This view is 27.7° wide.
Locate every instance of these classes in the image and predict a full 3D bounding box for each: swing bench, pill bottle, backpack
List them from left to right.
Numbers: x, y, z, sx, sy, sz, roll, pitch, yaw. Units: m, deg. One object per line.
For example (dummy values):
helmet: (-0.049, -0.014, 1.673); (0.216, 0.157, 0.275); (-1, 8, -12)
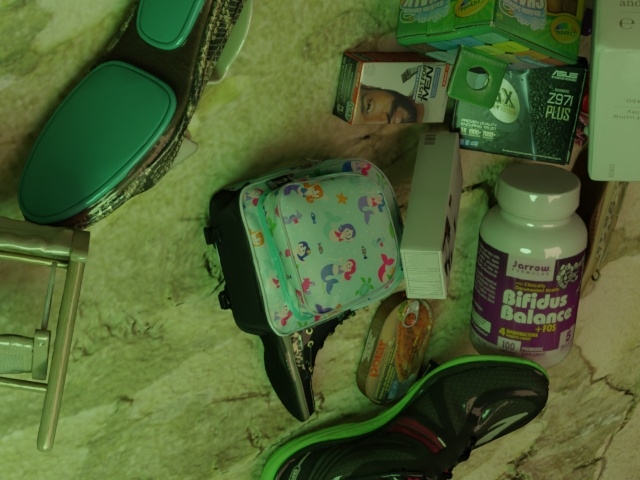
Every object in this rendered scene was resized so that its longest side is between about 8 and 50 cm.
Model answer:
swing bench: (-0.402, 0.078, 1.454); (0.253, 0.165, 0.254); (10, 106, -11)
backpack: (0.000, 0.000, 1.753); (0.254, 0.191, 0.225); (-17, 94, -38)
pill bottle: (0.330, 0.039, 2.044); (0.169, 0.169, 0.301); (-16, 121, -31)

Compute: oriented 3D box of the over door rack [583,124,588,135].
over door rack: (0.591, -0.230, 2.095); (0.324, 0.108, 0.239); (17, 101, -29)

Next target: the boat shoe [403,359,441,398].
boat shoe: (0.157, 0.251, 2.114); (0.125, 0.038, 0.046); (-54, 175, 6)

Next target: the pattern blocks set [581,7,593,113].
pattern blocks set: (0.537, -0.358, 2.091); (0.325, 0.026, 0.285); (-19, 123, -29)

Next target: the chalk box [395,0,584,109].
chalk box: (0.227, -0.322, 1.707); (0.180, 0.179, 0.288); (12, 82, -40)

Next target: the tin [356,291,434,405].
tin: (0.116, 0.170, 2.041); (0.106, 0.040, 0.189); (2, 111, -42)

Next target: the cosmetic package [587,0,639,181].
cosmetic package: (0.533, -0.318, 1.745); (0.327, 0.330, 0.393); (71, 24, -60)

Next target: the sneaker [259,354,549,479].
sneaker: (0.150, 0.340, 1.991); (0.483, 0.202, 0.185); (-27, 131, -5)

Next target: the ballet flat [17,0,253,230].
ballet flat: (-0.179, -0.204, 1.555); (0.482, 0.164, 0.182); (-62, 153, 3)

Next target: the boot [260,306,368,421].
boot: (0.003, 0.136, 1.900); (0.179, 0.085, 0.236); (-28, 122, -25)

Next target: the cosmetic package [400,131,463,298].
cosmetic package: (0.159, -0.038, 1.815); (0.098, 0.061, 0.239); (80, 17, -45)

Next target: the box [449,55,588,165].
box: (0.285, -0.201, 1.879); (0.180, 0.077, 0.147); (10, 113, 6)

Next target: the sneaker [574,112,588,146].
sneaker: (0.395, -0.182, 2.068); (0.119, 0.047, 0.057); (22, 110, -41)

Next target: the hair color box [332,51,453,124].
hair color box: (0.104, -0.214, 1.819); (0.167, 0.053, 0.093); (-6, 117, -34)

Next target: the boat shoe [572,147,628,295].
boat shoe: (0.446, -0.013, 2.150); (0.089, 0.105, 0.285); (9, 105, -41)
